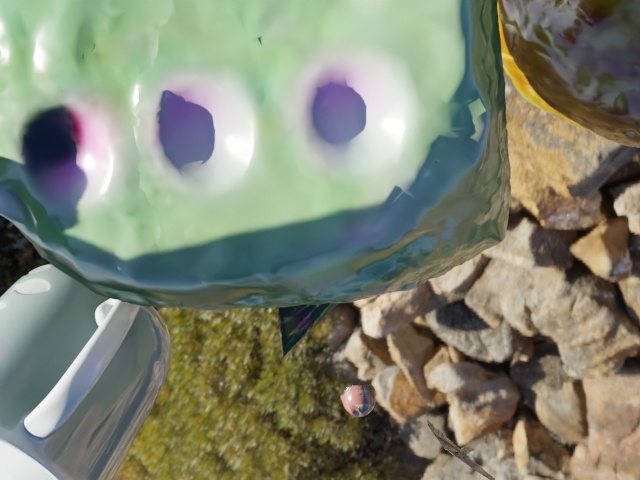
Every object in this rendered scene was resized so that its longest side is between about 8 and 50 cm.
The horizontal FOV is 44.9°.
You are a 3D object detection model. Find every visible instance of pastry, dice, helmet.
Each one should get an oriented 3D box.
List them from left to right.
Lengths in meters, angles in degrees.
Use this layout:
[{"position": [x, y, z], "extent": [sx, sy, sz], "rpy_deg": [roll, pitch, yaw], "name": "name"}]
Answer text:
[{"position": [-0.036, -0.139, 0.550], "extent": [0.322, 0.330, 0.318], "rpy_deg": [-5, 104, 12], "name": "dice"}, {"position": [0.072, 0.302, 1.434], "extent": [0.065, 0.049, 0.084], "rpy_deg": [-4, 150, -8], "name": "helmet"}, {"position": [0.346, -0.269, 0.806], "extent": [0.388, 0.313, 0.389], "rpy_deg": [16, 145, 11], "name": "pastry"}]

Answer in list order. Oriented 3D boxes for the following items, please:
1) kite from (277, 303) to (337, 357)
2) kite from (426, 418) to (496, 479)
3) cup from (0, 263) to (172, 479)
[{"position": [0.000, 0.000, 0.970], "extent": [0.233, 0.016, 0.321], "rpy_deg": [-9, 116, -8], "name": "kite"}, {"position": [0.190, 0.281, 1.023], "extent": [0.137, 0.152, 0.005], "rpy_deg": [40, 95, 32], "name": "kite"}, {"position": [-0.323, 0.168, 0.983], "extent": [0.259, 0.274, 0.356], "rpy_deg": [38, 137, -14], "name": "cup"}]
